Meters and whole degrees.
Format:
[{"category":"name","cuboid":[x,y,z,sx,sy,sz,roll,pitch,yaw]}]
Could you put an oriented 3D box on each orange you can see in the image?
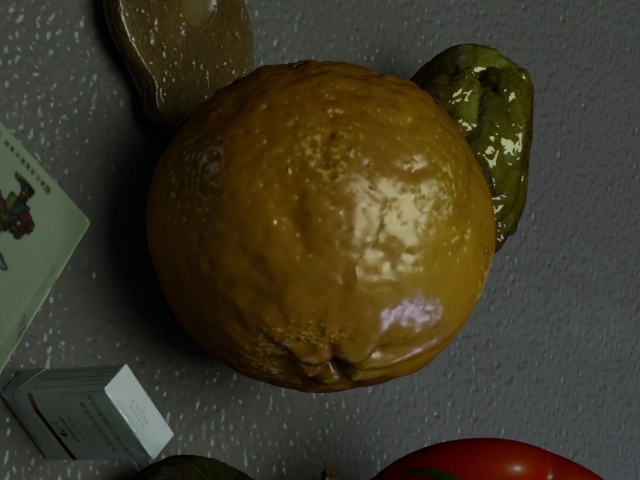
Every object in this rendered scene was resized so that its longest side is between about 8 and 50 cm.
[{"category":"orange","cuboid":[0.000,0.000,1.579,0.340,0.340,0.293,33,46,-41]}]

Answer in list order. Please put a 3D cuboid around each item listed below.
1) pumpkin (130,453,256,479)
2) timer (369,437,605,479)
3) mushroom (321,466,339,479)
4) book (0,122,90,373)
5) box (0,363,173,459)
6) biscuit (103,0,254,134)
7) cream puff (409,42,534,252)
[{"category":"pumpkin","cuboid":[-0.101,0.316,1.546,0.219,0.162,0.219,19,65,-47]},{"category":"timer","cuboid":[0.170,0.391,1.637,0.279,0.378,0.378,101,14,-54]},{"category":"mushroom","cuboid":[-0.021,0.291,1.700,0.088,0.073,0.129,32,91,-19]},{"category":"book","cuboid":[-0.359,0.034,1.391,0.260,0.043,0.371,50,49,-31]},{"category":"box","cuboid":[-0.210,0.155,1.452,0.040,0.154,0.084,-52,120,-36]},{"category":"biscuit","cuboid":[-0.148,-0.215,1.672,0.181,0.049,0.208,-45,117,-43]},{"category":"cream puff","cuboid":[0.167,-0.103,1.899,0.196,0.244,0.244,30,56,-6]}]
